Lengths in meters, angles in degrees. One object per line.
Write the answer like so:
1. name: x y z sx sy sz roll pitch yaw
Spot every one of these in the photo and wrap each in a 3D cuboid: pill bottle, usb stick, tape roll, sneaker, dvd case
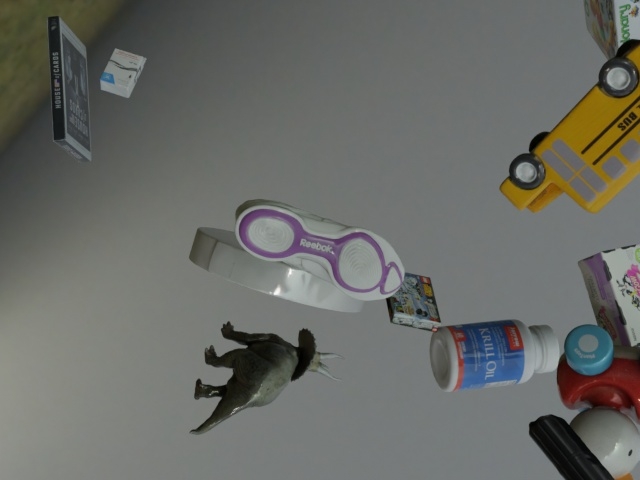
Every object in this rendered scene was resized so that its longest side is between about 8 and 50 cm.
1. pill bottle: 0.327 0.211 2.030 0.124 0.221 0.124 175 -90 -75
2. usb stick: 0.367 0.333 1.390 0.045 0.077 0.278 -51 -131 17
3. tape roll: -0.086 0.059 2.288 0.392 0.391 0.072 -148 -105 -74
4. sneaker: 0.000 0.000 1.791 0.114 0.305 0.152 -64 -164 9
5. dvd case: -0.479 -0.285 2.073 0.179 0.029 0.239 68 17 -81

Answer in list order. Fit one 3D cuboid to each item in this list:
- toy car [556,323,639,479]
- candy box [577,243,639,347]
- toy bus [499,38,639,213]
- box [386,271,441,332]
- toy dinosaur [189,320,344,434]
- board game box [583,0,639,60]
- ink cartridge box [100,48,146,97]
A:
1. toy car: 0.454 0.283 1.639 0.210 0.219 0.238 5 -117 18
2. candy box: 0.543 0.088 1.793 0.196 0.165 0.070 -10 168 -26
3. toy bus: 0.384 -0.152 1.406 0.333 0.130 0.108 -50 175 36
4. box: 0.169 0.111 2.031 0.137 0.093 0.027 -96 -157 -54
5. toy dinosaur: -0.102 0.206 1.720 0.160 0.121 0.313 2 -164 28
6. board game box: 0.504 -0.461 1.897 0.053 0.305 0.193 -16 -141 4
7. ink cartridge box: -0.310 -0.271 1.711 0.028 0.048 0.083 105 2 -61
